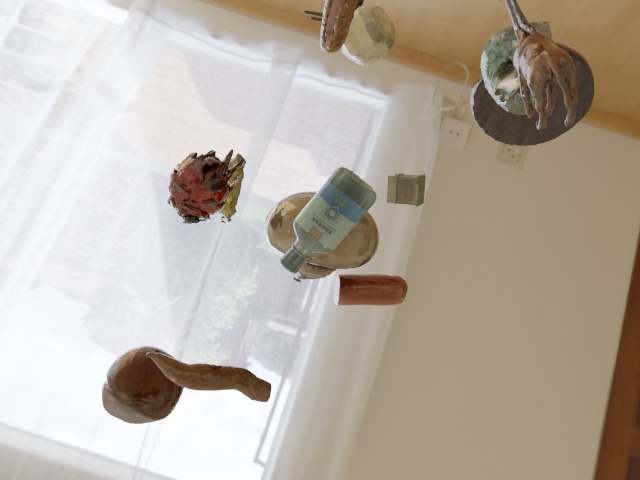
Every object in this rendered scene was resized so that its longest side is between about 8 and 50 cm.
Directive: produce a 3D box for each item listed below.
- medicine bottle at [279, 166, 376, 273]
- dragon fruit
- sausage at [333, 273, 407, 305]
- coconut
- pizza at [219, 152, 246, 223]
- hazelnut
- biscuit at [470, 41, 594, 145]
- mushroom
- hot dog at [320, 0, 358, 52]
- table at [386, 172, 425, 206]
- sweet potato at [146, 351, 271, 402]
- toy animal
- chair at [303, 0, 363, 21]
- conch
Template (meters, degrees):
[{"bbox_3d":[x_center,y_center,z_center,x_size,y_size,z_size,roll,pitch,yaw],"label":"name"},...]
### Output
[{"bbox_3d":[0.005,-0.029,0.836,0.090,0.208,0.053,38,-163,-6],"label":"medicine bottle"},{"bbox_3d":[-0.354,-0.172,1.412,0.193,0.274,0.192,16,164,34],"label":"dragon fruit"},{"bbox_3d":[0.179,0.173,1.642,0.259,0.113,0.113,1,171,-9],"label":"sausage"},{"bbox_3d":[0.137,-0.619,1.435,0.161,0.160,0.162,27,147,-36],"label":"coconut"},{"bbox_3d":[-0.367,-0.188,1.843,0.075,0.287,0.280,19,125,-30],"label":"pizza"},{"bbox_3d":[-0.441,0.362,1.152,0.208,0.208,0.208,17,168,4],"label":"hazelnut"},{"bbox_3d":[0.750,-0.518,1.681,0.408,0.091,0.407,8,142,6],"label":"biscuit"},{"bbox_3d":[0.000,0.000,1.473,0.363,0.294,0.362,10,-168,-2],"label":"mushroom"},{"bbox_3d":[0.049,-0.501,0.967,0.061,0.087,0.286,34,161,4],"label":"hot dog"},{"bbox_3d":[0.222,-0.133,1.215,0.083,0.079,0.062,8,-165,26],"label":"table"},{"bbox_3d":[-0.234,0.295,1.012,0.281,0.067,0.059,22,138,-29],"label":"sweet potato"},{"bbox_3d":[0.338,-0.309,0.758,0.067,0.224,0.229,-18,116,13],"label":"toy animal"},{"bbox_3d":[0.103,-0.791,1.552,0.272,0.166,0.188,9,-150,-17],"label":"chair"},{"bbox_3d":[0.494,-0.434,1.168,0.195,0.277,0.220,35,168,-2],"label":"conch"}]
